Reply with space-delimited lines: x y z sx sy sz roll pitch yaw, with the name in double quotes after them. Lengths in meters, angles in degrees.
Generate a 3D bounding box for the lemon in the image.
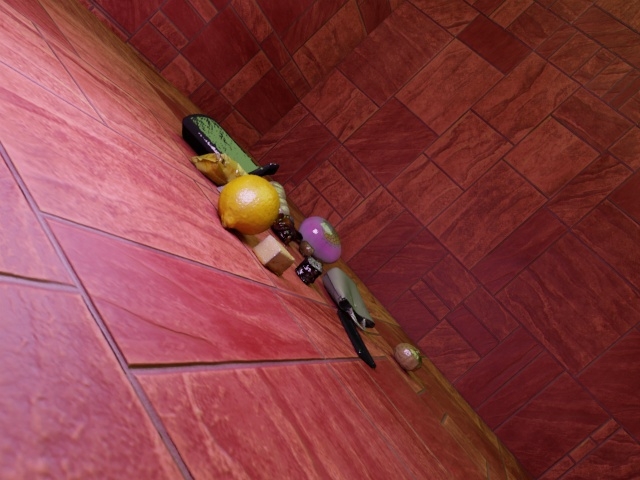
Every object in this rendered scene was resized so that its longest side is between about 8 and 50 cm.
-0.220 -0.107 1.462 0.187 0.187 0.244 47 37 1 "lemon"

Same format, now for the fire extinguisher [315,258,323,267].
-0.013 0.122 2.237 0.177 0.050 0.062 -47 133 -84 "fire extinguisher"

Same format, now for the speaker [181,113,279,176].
-0.376 -0.371 1.955 0.388 0.184 0.180 46 -18 -6 "speaker"

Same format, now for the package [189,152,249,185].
-0.362 -0.260 1.767 0.168 0.090 0.226 4 -20 31 "package"

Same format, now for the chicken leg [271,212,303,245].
-0.151 -0.058 2.221 0.158 0.096 0.407 52 3 5 "chicken leg"

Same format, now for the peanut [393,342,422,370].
0.399 0.533 2.166 0.141 0.109 0.159 60 -3 20 "peanut"

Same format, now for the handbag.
0.133 0.257 1.994 0.241 0.109 0.315 42 6 -33 "handbag"

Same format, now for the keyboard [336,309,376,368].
0.127 0.353 1.725 0.101 0.018 0.310 44 5 -22 "keyboard"

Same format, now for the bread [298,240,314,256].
-0.071 0.042 2.283 0.082 0.060 0.113 48 3 4 "bread"

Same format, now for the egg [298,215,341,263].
0.000 0.000 2.479 0.271 0.196 0.196 54 2 -20 "egg"

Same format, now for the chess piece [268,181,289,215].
-0.222 -0.183 2.374 0.143 0.142 0.261 44 9 -35 "chess piece"

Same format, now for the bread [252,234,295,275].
-0.138 0.046 1.476 0.080 0.084 0.109 53 8 37 "bread"

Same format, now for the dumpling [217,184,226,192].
-0.337 -0.180 1.754 0.076 0.052 0.057 47 -9 -36 "dumpling"

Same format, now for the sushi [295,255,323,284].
-0.039 0.118 1.798 0.098 0.084 0.094 43 7 -9 "sushi"
